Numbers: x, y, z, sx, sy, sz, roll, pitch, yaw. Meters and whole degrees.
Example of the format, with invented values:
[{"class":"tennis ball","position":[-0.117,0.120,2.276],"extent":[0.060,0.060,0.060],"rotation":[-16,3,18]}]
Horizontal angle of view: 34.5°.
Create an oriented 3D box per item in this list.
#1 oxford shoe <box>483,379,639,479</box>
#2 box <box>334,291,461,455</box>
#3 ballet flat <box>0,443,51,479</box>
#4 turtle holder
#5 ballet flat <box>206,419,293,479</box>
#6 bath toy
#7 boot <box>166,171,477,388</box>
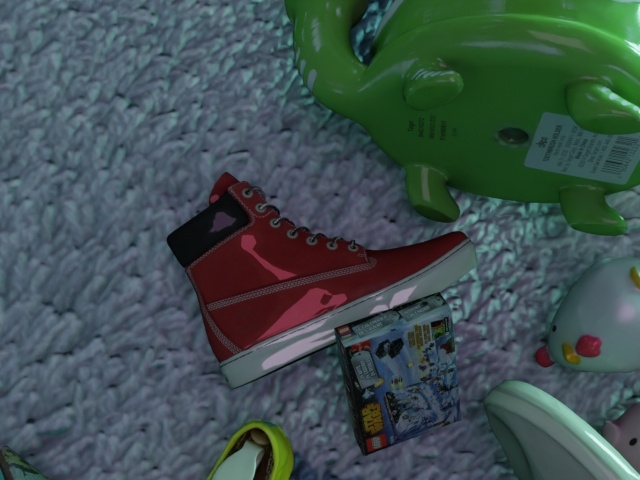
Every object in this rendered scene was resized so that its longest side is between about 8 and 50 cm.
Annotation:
[{"class":"oxford shoe","position":[0.252,0.318,0.832],"extent":[0.130,0.169,0.449],"rotation":[-31,91,-9]},{"class":"box","position":[0.067,0.114,0.862],"extent":[0.094,0.137,0.027],"rotation":[-18,40,-10]},{"class":"ballet flat","position":[-0.206,0.264,0.821],"extent":[0.079,0.077,0.221],"rotation":[-11,71,-26]},{"class":"turtle holder","position":[0.145,-0.152,0.878],"extent":[0.320,0.243,0.227],"rotation":[-3,60,32]},{"class":"ballet flat","position":[-0.093,0.244,0.821],"extent":[0.077,0.077,0.231],"rotation":[25,68,12]},{"class":"bath toy","position":[0.308,0.181,0.881],"extent":[0.129,0.151,0.348],"rotation":[-35,85,24]},{"class":"boot","position":[0.000,0.000,0.889],"extent":[0.244,0.088,0.176],"rotation":[-23,83,-6]}]
